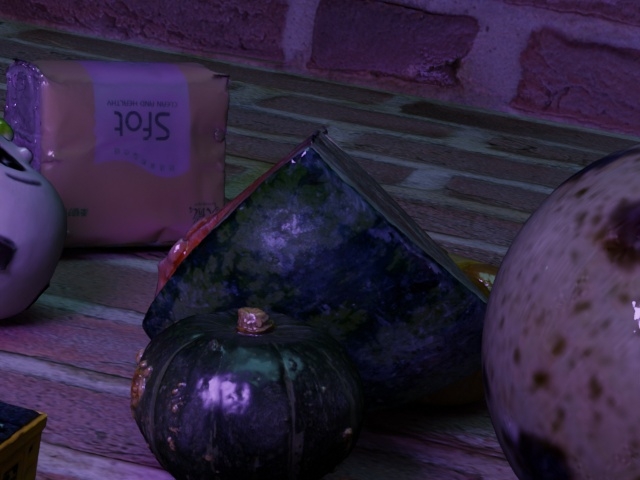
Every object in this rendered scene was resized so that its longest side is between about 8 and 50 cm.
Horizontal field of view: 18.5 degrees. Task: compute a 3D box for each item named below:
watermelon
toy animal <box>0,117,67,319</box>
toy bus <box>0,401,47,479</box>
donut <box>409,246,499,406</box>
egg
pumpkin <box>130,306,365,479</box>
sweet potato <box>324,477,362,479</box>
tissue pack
[{"bbox_3d":[0.013,0.039,1.743,0.283,0.250,0.292,-29,4,31],"label":"watermelon"},{"bbox_3d":[-0.375,-0.036,1.892,0.267,0.212,0.212,7,14,10],"label":"toy animal"},{"bbox_3d":[-0.371,0.134,1.391,0.336,0.123,0.121,11,16,11],"label":"toy bus"},{"bbox_3d":[0.066,0.070,1.892,0.261,0.128,0.208,16,15,28],"label":"donut"},{"bbox_3d":[0.292,0.089,1.520,0.345,0.345,0.428,7,1,-7],"label":"egg"},{"bbox_3d":[-0.059,0.126,1.559,0.190,0.146,0.190,-10,1,0],"label":"pumpkin"},{"bbox_3d":[-0.063,0.212,1.344,0.342,0.092,0.114,1,-9,-28],"label":"sweet potato"},{"bbox_3d":[-0.231,-0.096,2.222,0.257,0.215,0.123,-3,8,-39],"label":"tissue pack"}]
